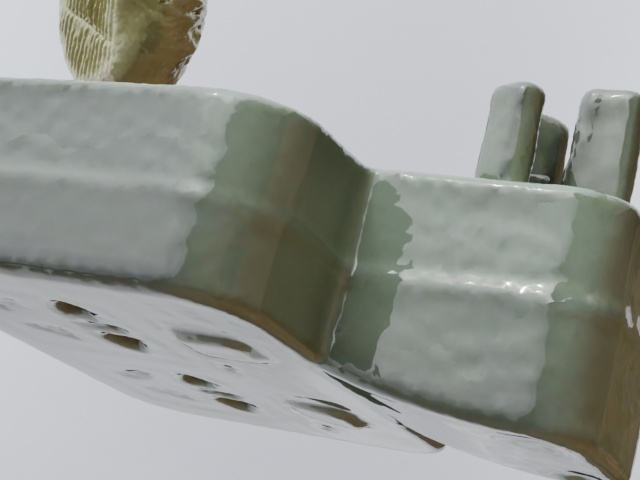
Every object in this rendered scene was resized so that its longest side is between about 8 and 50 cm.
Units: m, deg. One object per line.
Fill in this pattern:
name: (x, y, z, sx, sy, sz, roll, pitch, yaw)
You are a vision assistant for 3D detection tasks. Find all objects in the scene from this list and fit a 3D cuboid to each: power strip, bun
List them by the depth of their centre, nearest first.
power strip: (0.000, 0.000, 0.582, 0.229, 0.261, 0.141, 39, -119, -59)
bun: (-0.107, -0.135, 0.884, 0.069, 0.115, 0.115, -1, -49, -31)
